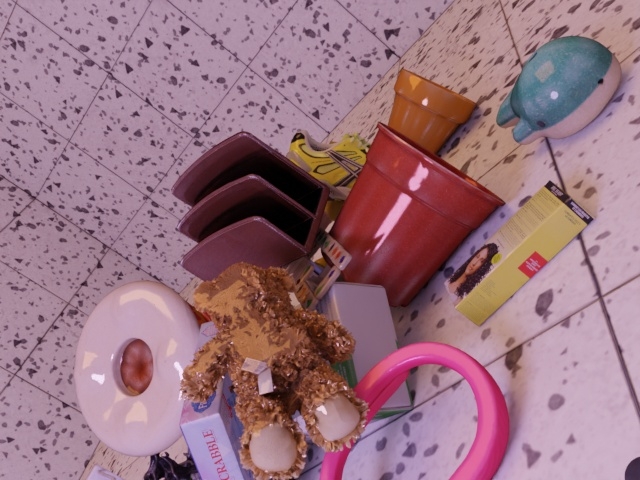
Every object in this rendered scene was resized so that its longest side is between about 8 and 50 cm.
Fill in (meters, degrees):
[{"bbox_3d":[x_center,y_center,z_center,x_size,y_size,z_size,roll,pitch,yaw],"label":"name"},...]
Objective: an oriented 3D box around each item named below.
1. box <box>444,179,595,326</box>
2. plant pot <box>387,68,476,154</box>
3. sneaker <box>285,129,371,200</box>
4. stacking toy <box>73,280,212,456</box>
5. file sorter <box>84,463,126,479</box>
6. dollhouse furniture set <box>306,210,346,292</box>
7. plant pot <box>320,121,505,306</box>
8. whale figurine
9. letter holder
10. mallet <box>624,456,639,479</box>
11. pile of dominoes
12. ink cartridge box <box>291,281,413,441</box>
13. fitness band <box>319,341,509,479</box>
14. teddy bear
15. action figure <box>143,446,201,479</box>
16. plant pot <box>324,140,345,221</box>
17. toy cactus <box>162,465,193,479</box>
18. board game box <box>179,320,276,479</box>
[{"bbox_3d":[0.295,0.020,0.892,0.232,0.058,0.087,-48,17,16],"label":"box"},{"bbox_3d":[0.257,-0.303,1.481,0.205,0.205,0.188,-96,29,-68],"label":"plant pot"},{"bbox_3d":[0.099,-0.159,1.312,0.145,0.384,0.147,-63,-23,-65],"label":"sneaker"},{"bbox_3d":[-0.278,0.280,1.360,0.350,0.350,0.480,-49,-26,14],"label":"stacking toy"},{"bbox_3d":[-0.346,0.587,1.109,0.173,0.277,0.193,-21,35,54],"label":"file sorter"},{"bbox_3d":[0.000,0.000,1.352,0.198,0.286,0.303,-55,26,-9],"label":"dollhouse furniture set"},{"bbox_3d":[0.151,-0.036,1.097,0.265,0.272,0.272,-58,14,15],"label":"plant pot"},{"bbox_3d":[0.403,-0.278,1.068,0.216,0.141,0.272,-54,15,-3],"label":"whale figurine"},{"bbox_3d":[-0.169,-0.046,1.114,0.302,0.214,0.152,-25,38,47],"label":"letter holder"},{"bbox_3d":[0.301,0.225,0.424,0.039,0.062,0.190,-53,16,4],"label":"mallet"},{"bbox_3d":[-0.046,0.066,1.030,0.196,0.040,0.251,-53,16,2],"label":"pile of dominoes"},{"bbox_3d":[0.000,0.225,1.018,0.289,0.121,0.211,-38,55,43],"label":"ink cartridge box"},{"bbox_3d":[0.108,0.266,0.753,0.291,0.054,0.209,-52,42,1],"label":"fitness band"},{"bbox_3d":[-0.067,0.177,0.831,0.245,0.113,0.338,-42,50,-16],"label":"teddy bear"},{"bbox_3d":[-0.230,0.467,1.246,0.164,0.141,0.275,-25,-11,37],"label":"action figure"},{"bbox_3d":[0.100,-0.125,1.521,0.187,0.212,0.212,-65,15,5],"label":"plant pot"},{"bbox_3d":[-0.343,0.583,1.450,0.180,0.112,0.219,-48,5,-18],"label":"toy cactus"},{"bbox_3d":[-0.146,0.343,1.024,0.066,0.319,0.318,-15,19,0],"label":"board game box"}]
